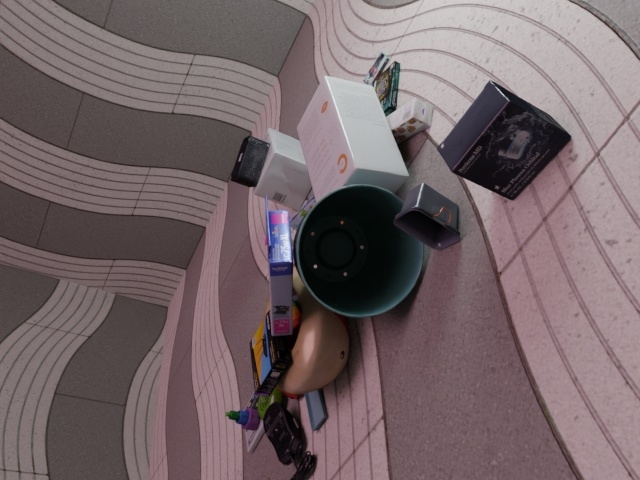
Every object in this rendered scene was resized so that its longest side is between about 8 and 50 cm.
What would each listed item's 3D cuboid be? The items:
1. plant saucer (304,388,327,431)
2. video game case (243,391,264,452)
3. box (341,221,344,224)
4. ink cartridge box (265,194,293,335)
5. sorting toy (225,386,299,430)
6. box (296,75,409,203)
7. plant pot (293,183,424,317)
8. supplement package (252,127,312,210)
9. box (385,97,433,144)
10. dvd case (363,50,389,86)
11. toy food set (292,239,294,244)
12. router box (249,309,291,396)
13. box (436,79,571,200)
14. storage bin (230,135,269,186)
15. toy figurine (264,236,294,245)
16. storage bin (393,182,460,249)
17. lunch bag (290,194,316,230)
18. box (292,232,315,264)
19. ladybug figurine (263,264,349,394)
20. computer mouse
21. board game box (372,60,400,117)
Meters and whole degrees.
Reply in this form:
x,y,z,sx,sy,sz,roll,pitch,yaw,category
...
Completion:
x,y,z,sx,sy,sz,roll,pitch,yaw,category
-0.018,0.429,1.360,0.067,0.018,0.192,-59,24,23,plant saucer
-0.208,0.576,1.654,0.190,0.022,0.173,-63,25,18,video game case
0.064,0.009,1.434,0.136,0.081,0.028,-61,25,20,box
-0.098,0.064,1.194,0.185,0.065,0.310,-99,6,-48,ink cartridge box
-0.187,0.470,1.508,0.365,0.126,0.127,-50,30,33,sorting toy
0.077,-0.253,1.383,0.215,0.169,0.345,-53,42,47,box
0.065,0.023,1.189,0.235,0.293,0.292,179,110,-76,plant pot
-0.150,-0.291,1.993,0.198,0.200,0.262,-60,25,24,supplement package
0.195,-0.310,1.424,0.324,0.063,0.067,-21,53,60,box
0.193,-0.594,1.721,0.119,0.013,0.087,-58,26,28,dvd case
-0.106,0.030,1.874,0.122,0.019,0.077,-5,68,56,toy food set
-0.133,0.289,1.274,0.133,0.046,0.178,-60,26,25,router box
0.331,-0.178,0.902,0.156,0.159,0.093,-56,27,32,box
-0.276,-0.306,1.920,0.122,0.085,0.180,9,82,67,storage bin
-0.118,0.027,1.720,0.130,0.159,0.173,-51,30,37,toy figurine
0.238,-0.059,1.057,0.098,0.135,0.091,-35,32,54,storage bin
0.018,-0.107,1.544,0.176,0.090,0.219,-40,-1,-45,lunch bag
0.000,0.000,1.469,0.038,0.186,0.145,46,121,24,box
-0.040,0.240,1.374,0.304,0.162,0.449,-63,25,18,ladybug figurine
-0.100,0.589,1.366,0.262,0.060,0.184,38,103,54,computer mouse
0.203,-0.466,1.580,0.126,0.026,0.186,-31,44,56,board game box
